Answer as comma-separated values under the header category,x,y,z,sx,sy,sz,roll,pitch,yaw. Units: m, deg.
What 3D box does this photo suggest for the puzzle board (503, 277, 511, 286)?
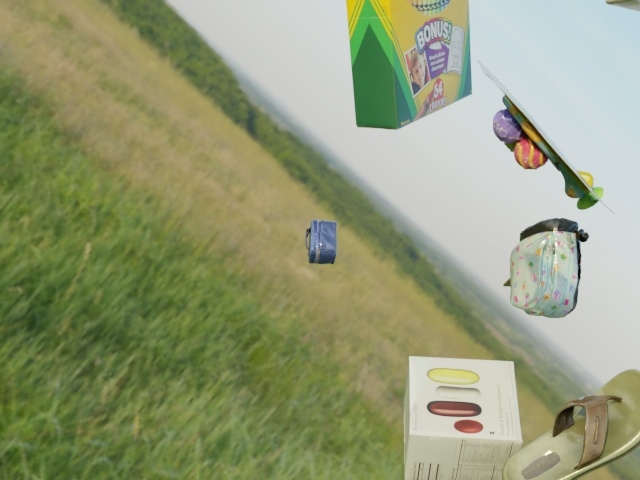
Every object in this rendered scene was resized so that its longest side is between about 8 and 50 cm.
category,x,y,z,sx,sy,sz,roll,pitch,yaw
puzzle board,0.459,0.080,2.027,0.128,0.011,0.096,3,-21,-8

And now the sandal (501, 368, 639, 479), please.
category,x,y,z,sx,sy,sz,roll,pitch,yaw
sandal,0.431,0.321,1.602,0.120,0.303,0.086,49,-6,49

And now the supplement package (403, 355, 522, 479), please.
category,x,y,z,sx,sy,sz,roll,pitch,yaw
supplement package,0.263,0.340,1.830,0.194,0.203,0.149,-85,177,-49

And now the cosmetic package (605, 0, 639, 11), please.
category,x,y,z,sx,sy,sz,roll,pitch,yaw
cosmetic package,0.749,-0.447,1.645,0.453,0.161,0.230,6,5,-20

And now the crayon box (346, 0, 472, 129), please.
category,x,y,z,sx,sy,sz,roll,pitch,yaw
crayon box,0.190,-0.418,1.966,0.106,0.313,0.363,7,22,31

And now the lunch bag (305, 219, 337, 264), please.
category,x,y,z,sx,sy,sz,roll,pitch,yaw
lunch bag,0.000,0.000,2.087,0.065,0.098,0.067,3,-28,-6

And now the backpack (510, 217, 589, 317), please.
category,x,y,z,sx,sy,sz,roll,pitch,yaw
backpack,0.429,0.058,1.848,0.115,0.182,0.152,11,-18,-14

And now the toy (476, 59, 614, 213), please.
category,x,y,z,sx,sy,sz,roll,pitch,yaw
toy,0.278,-0.123,1.265,0.237,0.056,0.137,40,16,-19
